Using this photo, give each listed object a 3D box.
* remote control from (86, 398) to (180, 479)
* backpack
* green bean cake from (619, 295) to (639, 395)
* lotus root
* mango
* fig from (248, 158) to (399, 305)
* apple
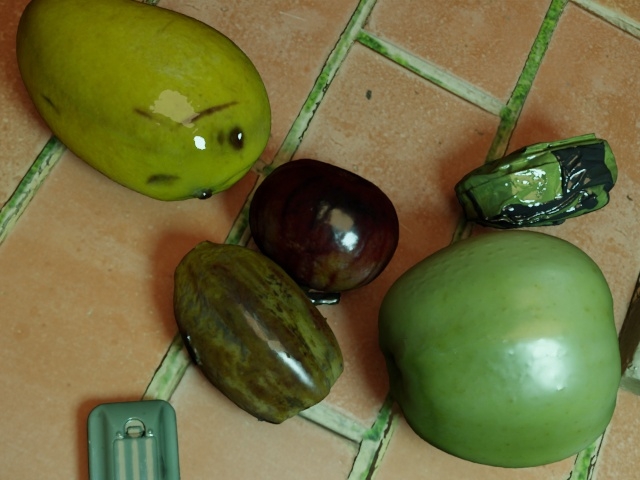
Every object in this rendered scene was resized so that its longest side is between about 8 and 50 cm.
[{"bbox_3d":[-0.252,0.389,1.264,0.128,0.065,0.335,-1,70,-18],"label":"remote control"},{"bbox_3d":[0.355,-0.087,1.536,0.254,0.207,0.140,-14,86,-12],"label":"backpack"},{"bbox_3d":[0.572,0.179,1.545,0.109,0.085,0.179,29,64,-3],"label":"green bean cake"},{"bbox_3d":[-0.107,0.133,1.353,0.193,0.193,0.291,-38,85,-24],"label":"lotus root"},{"bbox_3d":[-0.282,-0.245,1.421,0.445,0.220,0.301,41,68,7],"label":"mango"},{"bbox_3d":[0.004,-0.016,1.408,0.214,0.235,0.235,-42,83,7],"label":"fig"},{"bbox_3d":[0.260,0.158,1.343,0.358,0.357,0.357,5,68,-12],"label":"apple"}]
